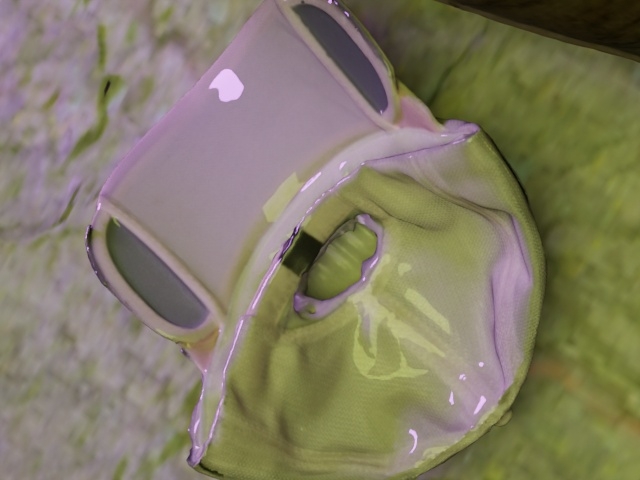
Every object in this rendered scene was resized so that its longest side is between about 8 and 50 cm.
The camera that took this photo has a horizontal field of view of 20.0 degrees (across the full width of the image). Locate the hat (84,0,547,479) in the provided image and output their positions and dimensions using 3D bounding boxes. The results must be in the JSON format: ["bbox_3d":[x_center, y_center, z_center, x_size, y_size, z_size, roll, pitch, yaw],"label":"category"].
[{"bbox_3d":[0.000,0.000,0.951,0.219,0.164,0.226,-46,39,13],"label":"hat"}]

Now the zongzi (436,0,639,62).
[{"bbox_3d":[0.128,-0.199,0.901,0.500,0.467,0.218,21,96,-23],"label":"zongzi"}]
